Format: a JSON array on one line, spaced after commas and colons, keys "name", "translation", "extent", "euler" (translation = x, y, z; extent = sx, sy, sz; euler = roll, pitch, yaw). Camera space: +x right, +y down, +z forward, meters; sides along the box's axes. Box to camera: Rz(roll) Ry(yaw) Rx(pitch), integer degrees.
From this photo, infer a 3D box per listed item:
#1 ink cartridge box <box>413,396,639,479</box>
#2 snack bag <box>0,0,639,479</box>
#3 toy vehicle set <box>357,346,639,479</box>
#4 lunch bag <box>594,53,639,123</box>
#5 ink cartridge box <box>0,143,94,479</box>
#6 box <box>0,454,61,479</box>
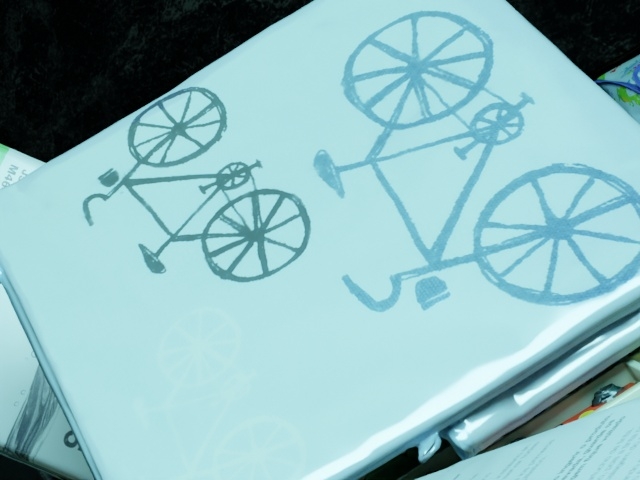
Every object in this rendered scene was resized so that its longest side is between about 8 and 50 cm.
[{"name": "ink cartridge box", "translation": [0.032, 0.154, 0.456], "extent": [0.324, 0.071, 0.330], "euler": [-37, 3, -42]}, {"name": "snack bag", "translation": [0.000, 0.000, 0.805], "extent": [0.342, 0.037, 0.323], "euler": [-31, 47, -6]}, {"name": "toy vehicle set", "translation": [0.117, 0.092, 0.755], "extent": [0.267, 0.035, 0.166], "euler": [-32, 4, -2]}, {"name": "lunch bag", "translation": [0.359, -0.149, 1.482], "extent": [0.129, 0.096, 0.151], "euler": [-30, 18, -10]}, {"name": "ink cartridge box", "translation": [-0.188, 0.061, 1.101], "extent": [0.115, 0.273, 0.198], "euler": [101, -168, -76]}, {"name": "box", "translation": [-0.215, 0.081, 1.400], "extent": [0.293, 0.212, 0.395], "euler": [-26, 10, 48]}]
